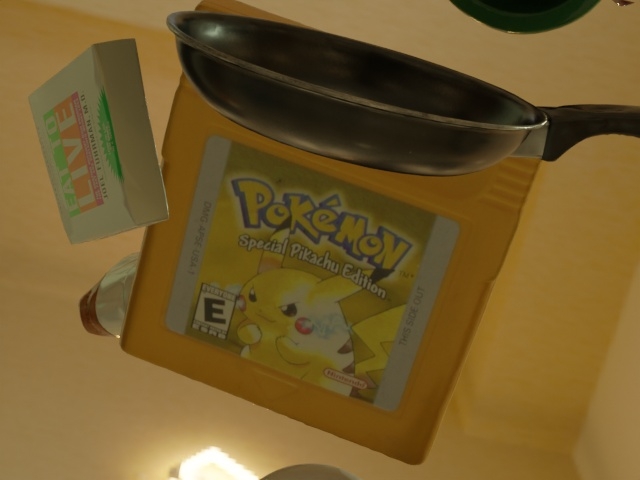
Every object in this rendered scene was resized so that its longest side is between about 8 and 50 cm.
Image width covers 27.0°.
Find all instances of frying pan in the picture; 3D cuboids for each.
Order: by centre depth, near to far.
[{"bbox_3d":[0.066,-0.075,0.715,0.197,0.326,0.053,32,-68,47],"label":"frying pan"}]

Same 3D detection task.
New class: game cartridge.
[{"bbox_3d":[0.000,0.000,1.061,0.052,0.285,0.323,-59,167,-59],"label":"game cartridge"}]

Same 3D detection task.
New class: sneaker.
[{"bbox_3d":[-0.132,0.027,1.349,0.290,0.123,0.106,-21,96,-55],"label":"sneaker"}]

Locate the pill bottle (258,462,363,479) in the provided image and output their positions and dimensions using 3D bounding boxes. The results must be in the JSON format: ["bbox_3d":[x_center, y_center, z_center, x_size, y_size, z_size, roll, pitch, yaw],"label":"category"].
[{"bbox_3d":[-0.010,0.309,1.270,0.278,0.162,0.162,94,5,-73],"label":"pill bottle"}]

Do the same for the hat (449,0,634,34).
[{"bbox_3d":[0.191,-0.285,1.159,0.183,0.173,0.208,-56,154,-54],"label":"hat"}]

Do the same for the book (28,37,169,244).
[{"bbox_3d":[-0.123,-0.050,0.745,0.144,0.035,0.096,-12,-90,66],"label":"book"}]
